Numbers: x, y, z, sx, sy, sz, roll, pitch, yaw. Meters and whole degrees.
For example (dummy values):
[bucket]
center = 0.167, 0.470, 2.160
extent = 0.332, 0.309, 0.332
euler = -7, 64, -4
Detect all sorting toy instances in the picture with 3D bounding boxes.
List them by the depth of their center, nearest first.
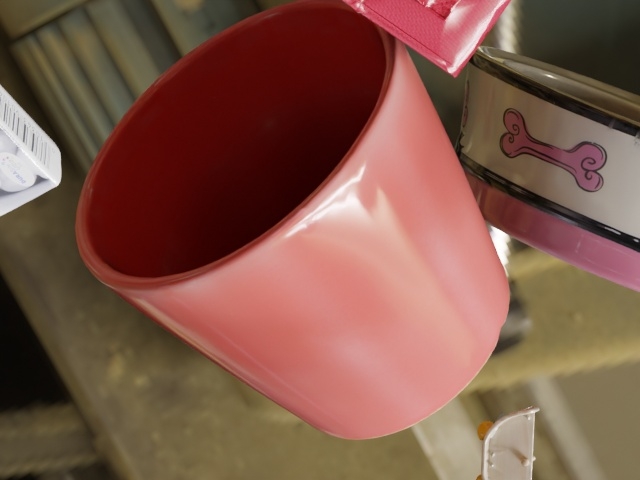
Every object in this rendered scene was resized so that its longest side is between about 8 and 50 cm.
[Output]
[sorting toy]
center = 0.152, 0.164, 1.536
extent = 0.044, 0.083, 0.075
euler = 4, -174, 21

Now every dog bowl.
[dog bowl]
center = 0.311, -0.052, 1.945
extent = 0.408, 0.408, 0.150
euler = -89, -160, -78

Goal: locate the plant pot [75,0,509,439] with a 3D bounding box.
[plant pot]
center = 0.000, 0.000, 1.459
extent = 0.275, 0.243, 0.275
euler = -25, -143, 21

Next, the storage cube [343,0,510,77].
[storage cube]
center = 0.057, -0.259, 1.377
extent = 0.193, 0.183, 0.215
euler = -55, -156, 8

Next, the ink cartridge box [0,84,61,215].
[ink cartridge box]
center = -0.303, -0.065, 1.221
extent = 0.208, 0.206, 0.045
euler = -27, -140, 17
